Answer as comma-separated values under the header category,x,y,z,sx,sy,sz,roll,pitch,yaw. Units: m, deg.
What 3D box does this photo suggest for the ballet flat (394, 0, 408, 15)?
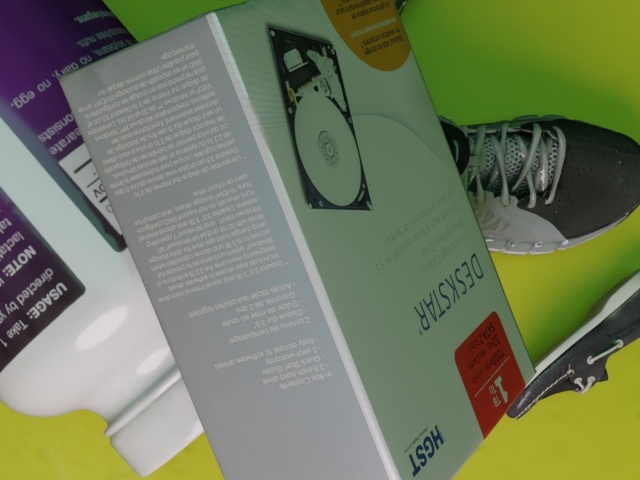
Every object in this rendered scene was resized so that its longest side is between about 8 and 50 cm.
category,x,y,z,sx,sy,sz,roll,pitch,yaw
ballet flat,0.032,-0.166,0.837,0.073,0.067,0.206,34,83,-2

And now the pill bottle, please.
category,x,y,z,sx,sy,sz,roll,pitch,yaw
pill bottle,-0.154,-0.035,0.750,0.181,0.181,0.323,-41,90,-8

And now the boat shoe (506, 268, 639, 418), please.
category,x,y,z,sx,sy,sz,roll,pitch,yaw
boat shoe,0.160,0.069,0.842,0.125,0.046,0.038,-40,85,-16

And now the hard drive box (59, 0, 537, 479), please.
category,x,y,z,sx,sy,sz,roll,pitch,yaw
hard drive box,0.000,0.000,0.668,0.089,0.181,0.232,-17,99,29

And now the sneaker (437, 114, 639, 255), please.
category,x,y,z,sx,sy,sz,roll,pitch,yaw
sneaker,0.092,-0.037,0.799,0.228,0.132,0.086,-2,85,-6
